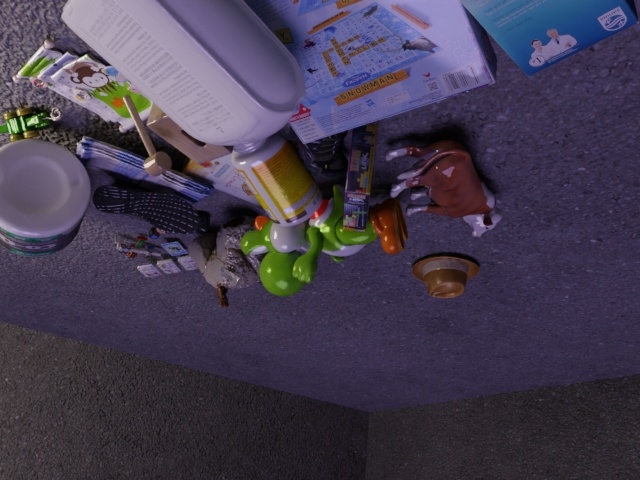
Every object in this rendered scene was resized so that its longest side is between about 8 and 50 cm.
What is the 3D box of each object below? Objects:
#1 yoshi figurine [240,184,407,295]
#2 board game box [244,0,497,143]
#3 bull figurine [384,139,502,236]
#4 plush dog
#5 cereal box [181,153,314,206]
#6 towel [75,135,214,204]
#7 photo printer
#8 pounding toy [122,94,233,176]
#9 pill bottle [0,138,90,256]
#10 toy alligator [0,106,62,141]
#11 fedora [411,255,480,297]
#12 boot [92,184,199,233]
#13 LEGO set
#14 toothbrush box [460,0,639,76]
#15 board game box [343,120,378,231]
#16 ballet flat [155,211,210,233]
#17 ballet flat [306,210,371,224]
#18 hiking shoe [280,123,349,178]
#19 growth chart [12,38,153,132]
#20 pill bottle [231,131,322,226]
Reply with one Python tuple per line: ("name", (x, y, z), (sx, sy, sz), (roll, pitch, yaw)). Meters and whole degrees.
("yoshi figurine", (0.007, 0.025, 1.239), (0.362, 0.203, 0.203), (-10, 141, 14))
("board game box", (0.031, -0.305, 0.763), (0.319, 0.066, 0.318), (-11, 134, 31))
("bull figurine", (0.255, -0.102, 1.149), (0.188, 0.101, 0.310), (-5, 152, 25))
("plush dog", (-0.191, 0.056, 1.501), (0.225, 0.210, 0.262), (-8, 170, -43))
("cereal box", (-0.155, -0.147, 1.214), (0.240, 0.047, 0.173), (21, 150, -26))
("towel", (-0.392, -0.142, 1.239), (0.285, 0.034, 0.209), (21, 167, -25))
("photo printer", (-0.177, -0.255, 0.770), (0.307, 0.107, 0.256), (42, 157, -26))
("pounding toy", (-0.229, -0.203, 0.945), (0.094, 0.206, 0.181), (-12, 147, 32))
("pill bottle", (-0.635, -0.074, 1.264), (0.204, 0.204, 0.361), (19, 162, -22))
("toy alligator", (-0.572, -0.237, 1.135), (0.190, 0.056, 0.051), (-7, -168, 23))
("fedora", (0.346, 0.109, 1.570), (0.194, 0.079, 0.194), (6, 154, 3))
("boot", (-0.395, -0.083, 1.331), (0.246, 0.083, 0.161), (16, -175, -6))
("LEGO set", (-0.479, 0.029, 1.665), (0.182, 0.060, 0.244), (-11, 152, 7))
("toothbrush box", (0.180, -0.347, 0.560), (0.295, 0.216, 0.126), (29, 145, -34))
("board game box", (0.075, -0.123, 1.073), (0.048, 0.170, 0.141), (6, 152, 5))
("ballet flat", (-0.363, -0.039, 1.472), (0.173, 0.049, 0.057), (-9, 148, 28))
("ballet flat", (0.045, -0.061, 1.337), (0.213, 0.072, 0.068), (9, 126, -7))
("hiking shoe", (0.013, -0.190, 1.050), (0.114, 0.086, 0.227), (-9, 151, 28))
("growth chart", (-0.418, -0.281, 1.043), (0.237, 0.021, 0.172), (26, 146, -34))
("pill bottle", (-0.091, -0.137, 1.086), (0.117, 0.117, 0.215), (-10, 131, 30))
